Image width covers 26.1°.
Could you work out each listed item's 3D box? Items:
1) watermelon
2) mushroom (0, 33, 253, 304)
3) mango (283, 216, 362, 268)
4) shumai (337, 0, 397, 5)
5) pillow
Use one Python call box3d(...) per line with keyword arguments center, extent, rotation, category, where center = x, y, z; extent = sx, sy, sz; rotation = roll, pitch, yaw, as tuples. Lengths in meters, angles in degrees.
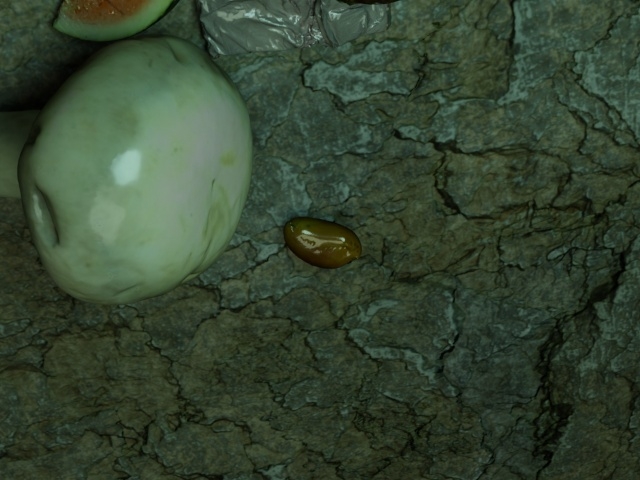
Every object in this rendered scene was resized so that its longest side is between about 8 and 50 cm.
box3d(center=(-0.223, -0.321, 1.673), extent=(0.119, 0.063, 0.245), rotation=(38, 121, -17), category="watermelon")
box3d(center=(-0.244, -0.070, 1.724), extent=(0.353, 0.353, 0.325), rotation=(-33, 117, 16), category="mushroom")
box3d(center=(0.000, 0.000, 2.017), extent=(0.127, 0.063, 0.077), rotation=(19, 130, -22), category="mango")
box3d(center=(0.029, -0.423, 1.456), extent=(0.324, 0.323, 0.397), rotation=(-9, 134, -3), category="shumai")
box3d(center=(-0.031, -0.295, 1.747), extent=(0.248, 0.049, 0.135), rotation=(-8, 138, -3), category="pillow")
